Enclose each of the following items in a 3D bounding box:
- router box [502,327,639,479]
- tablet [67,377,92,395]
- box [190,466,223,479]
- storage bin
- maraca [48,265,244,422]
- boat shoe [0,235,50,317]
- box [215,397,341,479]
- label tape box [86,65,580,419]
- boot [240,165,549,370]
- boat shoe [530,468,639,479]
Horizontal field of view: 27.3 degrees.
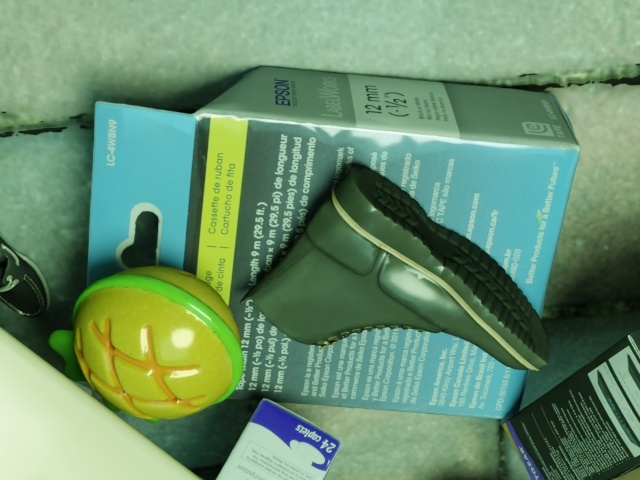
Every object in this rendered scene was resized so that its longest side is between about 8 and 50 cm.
[{"bbox_3d":[0.316,0.080,0.978,0.309,0.081,0.243,-22,165,-21],"label":"router box"},{"bbox_3d":[-0.245,0.130,1.130,0.083,0.006,0.054,31,113,-22],"label":"tablet"},{"bbox_3d":[-0.092,0.354,1.199,0.165,0.143,0.270,-8,120,-2],"label":"box"},{"bbox_3d":[-0.241,0.142,0.977,0.262,0.260,0.123,41,75,-22],"label":"storage bin"},{"bbox_3d":[-0.127,0.081,0.946,0.127,0.099,0.186,43,140,-11],"label":"maraca"},{"bbox_3d":[-0.258,0.019,1.044,0.046,0.038,0.125,-23,120,8],"label":"boat shoe"},{"bbox_3d":[-0.047,0.204,1.027,0.072,0.126,0.137,28,78,6],"label":"box"},{"bbox_3d":[0.000,0.000,1.019,0.348,0.115,0.249,6,120,-4],"label":"label tape box"},{"bbox_3d":[0.055,0.053,0.954,0.198,0.077,0.137,41,116,-9],"label":"boot"},{"bbox_3d":[0.308,0.255,1.211,0.285,0.103,0.092,-13,126,6],"label":"boat shoe"}]
